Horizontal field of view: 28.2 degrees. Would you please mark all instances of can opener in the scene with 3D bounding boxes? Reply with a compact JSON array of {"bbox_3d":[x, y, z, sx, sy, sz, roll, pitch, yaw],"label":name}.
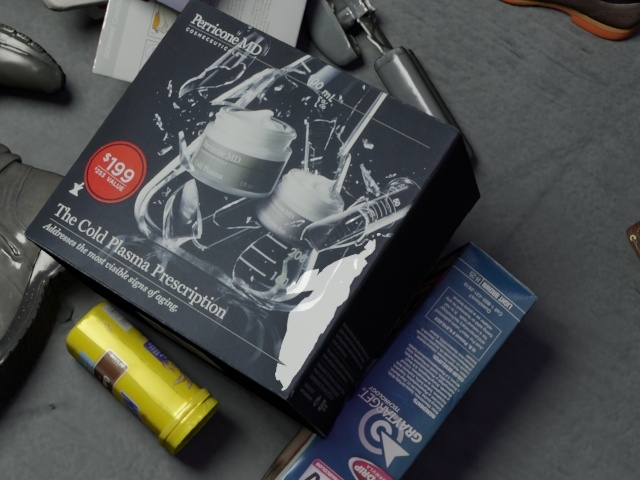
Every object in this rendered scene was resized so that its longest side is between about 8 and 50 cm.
[{"bbox_3d":[0.079,-0.198,1.586,0.095,0.076,0.283,-32,83,18],"label":"can opener"}]

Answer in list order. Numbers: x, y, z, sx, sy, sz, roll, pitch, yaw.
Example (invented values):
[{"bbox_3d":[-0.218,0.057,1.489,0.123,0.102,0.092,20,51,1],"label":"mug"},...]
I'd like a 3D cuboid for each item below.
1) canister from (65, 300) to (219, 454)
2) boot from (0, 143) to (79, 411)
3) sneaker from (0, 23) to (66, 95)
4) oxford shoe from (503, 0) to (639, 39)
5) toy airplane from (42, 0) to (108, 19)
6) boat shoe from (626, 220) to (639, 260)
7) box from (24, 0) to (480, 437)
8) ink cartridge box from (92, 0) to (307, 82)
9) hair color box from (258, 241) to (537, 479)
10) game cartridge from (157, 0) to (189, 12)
[{"bbox_3d":[-0.199,0.153,1.417,0.170,0.126,0.073,43,74,5],"label":"canister"},{"bbox_3d":[-0.404,0.044,1.432,0.222,0.118,0.338,26,67,5],"label":"boot"},{"bbox_3d":[-0.439,-0.201,1.486,0.286,0.109,0.130,14,81,4],"label":"sneaker"},{"bbox_3d":[0.300,-0.349,1.630,0.271,0.098,0.097,19,74,-4],"label":"oxford shoe"},{"bbox_3d":[-0.287,-0.451,1.507,0.386,0.272,0.384,37,82,-37],"label":"toy airplane"},{"bbox_3d":[0.444,0.065,1.574,0.073,0.073,0.207,-25,75,24],"label":"boat shoe"},{"bbox_3d":[-0.065,-0.028,1.326,0.343,0.179,0.312,29,78,22],"label":"box"},{"bbox_3d":[-0.132,-0.296,1.487,0.239,0.060,0.275,12,94,-27],"label":"ink cartridge box"},{"bbox_3d":[0.080,0.174,1.429,0.105,0.174,0.347,40,74,0],"label":"hair color box"},{"bbox_3d":[-0.250,-0.417,1.334,0.355,0.068,0.230,25,111,-11],"label":"game cartridge"}]
